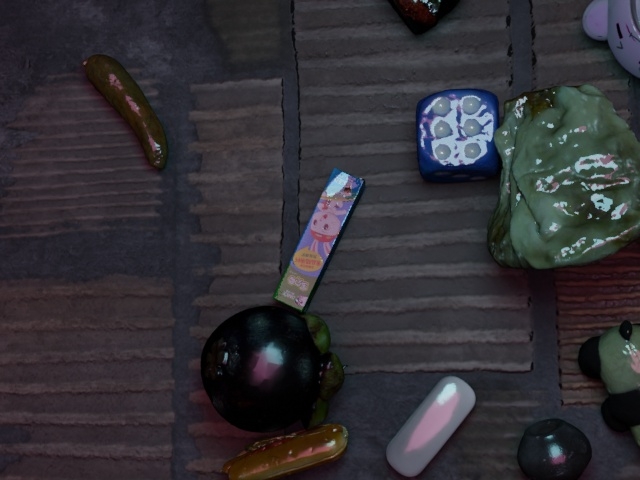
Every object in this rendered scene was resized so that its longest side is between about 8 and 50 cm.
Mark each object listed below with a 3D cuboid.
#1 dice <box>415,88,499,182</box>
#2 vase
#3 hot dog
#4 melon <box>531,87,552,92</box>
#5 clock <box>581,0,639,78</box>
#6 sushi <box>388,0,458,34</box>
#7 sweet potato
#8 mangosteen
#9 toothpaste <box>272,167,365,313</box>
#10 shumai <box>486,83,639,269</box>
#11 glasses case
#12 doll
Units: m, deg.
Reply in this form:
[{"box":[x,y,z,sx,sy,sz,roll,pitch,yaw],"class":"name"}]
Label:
[{"box":[0.241,-0.182,1.381,0.147,0.146,0.143,-3,83,12],"class":"dice"},{"box":[0.398,0.390,1.290,0.120,0.120,0.182,-19,94,5],"class":"vase"},{"box":[-0.065,0.371,1.364,0.236,0.092,0.062,-19,99,3],"class":"hot dog"},{"box":[0.408,-0.219,1.393,0.160,0.079,0.128,14,85,11],"class":"melon"},{"box":[0.621,-0.400,1.295,0.295,0.113,0.322,49,131,8],"class":"clock"},{"box":[0.165,-0.496,1.445,0.126,0.136,0.225,-37,83,10],"class":"sushi"},{"box":[-0.365,-0.256,1.519,0.075,0.075,0.273,-37,82,1],"class":"sweet potato"},{"box":[-0.079,0.221,1.340,0.243,0.243,0.242,-1,81,8],"class":"mangosteen"},{"box":[0.000,0.000,1.433,0.065,0.050,0.266,25,86,8],"class":"toothpaste"},{"box":[0.374,-0.112,1.233,0.309,0.304,0.263,-17,96,31],"class":"shumai"},{"box":[0.191,0.320,1.356,0.074,0.049,0.193,38,89,12],"class":"glasses case"},{"box":[0.524,0.243,1.279,0.144,0.135,0.234,-23,83,6],"class":"doll"}]
